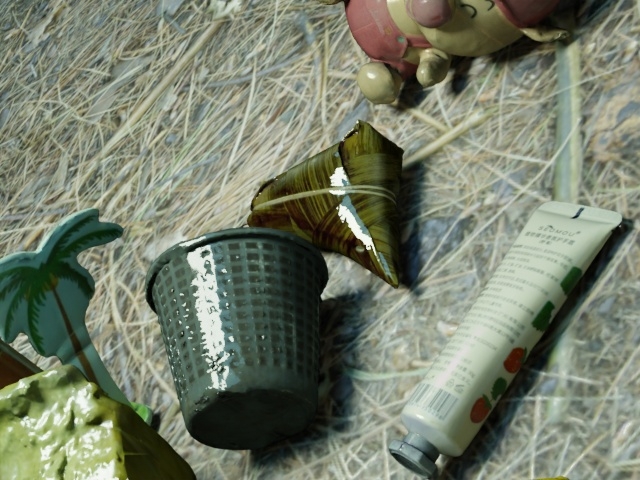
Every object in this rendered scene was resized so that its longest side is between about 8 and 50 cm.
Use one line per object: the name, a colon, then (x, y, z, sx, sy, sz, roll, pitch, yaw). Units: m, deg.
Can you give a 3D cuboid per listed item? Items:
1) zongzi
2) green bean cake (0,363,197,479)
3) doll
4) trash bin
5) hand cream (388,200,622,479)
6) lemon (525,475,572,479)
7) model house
zongzi: (0.000, 0.000, 1.313, 0.187, 0.084, 0.184, -29, 50, 33)
green bean cake: (-0.197, 0.246, 1.147, 0.124, 0.233, 0.236, -30, 40, 12)
doll: (0.121, -0.253, 1.333, 0.256, 0.196, 0.152, -18, 44, 42)
trash bin: (-0.068, 0.099, 1.225, 0.175, 0.175, 0.161, -28, 51, 23)
hand cream: (0.150, 0.076, 1.112, 0.095, 0.059, 0.276, 15, 63, 51)
lemon: (0.152, 0.242, 0.852, 0.178, 0.178, 0.203, -17, 44, 34)
model house: (-0.366, 0.113, 1.354, 0.300, 0.323, 0.340, 5, 60, 46)
